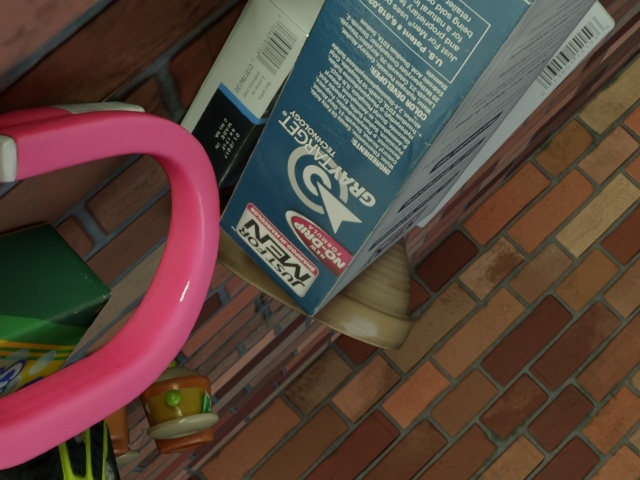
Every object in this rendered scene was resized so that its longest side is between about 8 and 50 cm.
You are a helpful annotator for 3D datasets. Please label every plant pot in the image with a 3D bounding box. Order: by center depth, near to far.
[{"bbox_3d":[0.000,0.000,0.916,0.109,0.237,0.237,-62,167,5],"label":"plant pot"}]

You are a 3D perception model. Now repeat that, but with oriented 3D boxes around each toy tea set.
[{"bbox_3d":[-0.228,0.197,1.173,0.200,0.124,0.336,-11,163,-12],"label":"toy tea set"}]

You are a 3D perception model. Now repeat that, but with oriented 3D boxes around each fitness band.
[{"bbox_3d":[-0.158,0.022,0.593,0.291,0.054,0.209,-24,123,-59],"label":"fitness band"}]

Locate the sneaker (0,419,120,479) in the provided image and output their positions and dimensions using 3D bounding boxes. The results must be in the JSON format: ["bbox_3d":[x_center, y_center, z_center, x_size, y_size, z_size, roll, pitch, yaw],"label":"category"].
[{"bbox_3d":[-0.253,0.203,0.638,0.147,0.145,0.385,-13,179,13],"label":"sneaker"}]

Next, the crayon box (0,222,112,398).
[{"bbox_3d":[-0.303,0.114,0.600,0.203,0.083,0.323,-51,167,27],"label":"crayon box"}]

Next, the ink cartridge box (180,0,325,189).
[{"bbox_3d":[0.025,-0.159,0.830,0.333,0.065,0.165,-32,162,-50],"label":"ink cartridge box"}]

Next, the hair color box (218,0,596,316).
[{"bbox_3d":[0.068,-0.111,0.608,0.174,0.105,0.347,-38,167,-39],"label":"hair color box"}]

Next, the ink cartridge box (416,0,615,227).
[{"bbox_3d":[0.112,-0.153,0.856,0.275,0.060,0.239,-47,143,15],"label":"ink cartridge box"}]
